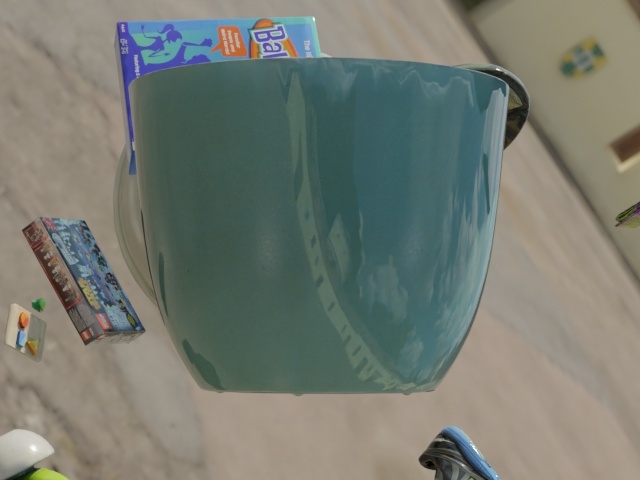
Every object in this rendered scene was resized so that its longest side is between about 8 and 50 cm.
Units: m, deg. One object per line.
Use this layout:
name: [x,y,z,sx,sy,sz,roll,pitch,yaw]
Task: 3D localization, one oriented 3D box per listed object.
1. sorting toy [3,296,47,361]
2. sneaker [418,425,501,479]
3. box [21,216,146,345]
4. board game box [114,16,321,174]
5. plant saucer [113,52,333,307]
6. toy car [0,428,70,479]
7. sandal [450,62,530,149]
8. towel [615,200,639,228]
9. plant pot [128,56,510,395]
sorting toy: [-0.362,0.102,2.006,0.062,0.012,0.083,35,49,-44]
sneaker: [0.174,0.294,1.849,0.067,0.078,0.188,49,2,-44]
box: [-0.236,0.041,1.621,0.137,0.027,0.094,59,17,12]
board game box: [-0.099,-0.150,1.657,0.047,0.210,0.160,110,-27,-60]
plant saucer: [-0.082,-0.070,2.038,0.400,0.400,0.100,60,4,17]
toy car: [-0.280,0.258,1.351,0.159,0.182,0.136,64,27,2]
sandal: [0.092,-0.111,1.754,0.120,0.302,0.086,45,38,-20]
towel: [0.280,-0.036,1.316,0.009,0.083,0.060,60,22,16]
plant pot: [0.000,0.000,1.238,0.293,0.293,0.235,13,76,-75]
